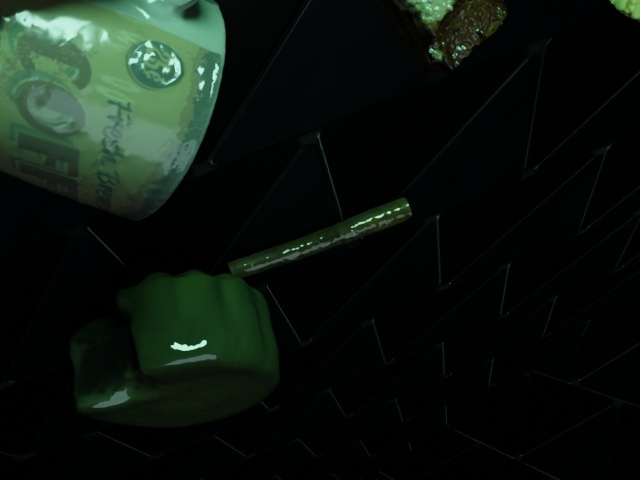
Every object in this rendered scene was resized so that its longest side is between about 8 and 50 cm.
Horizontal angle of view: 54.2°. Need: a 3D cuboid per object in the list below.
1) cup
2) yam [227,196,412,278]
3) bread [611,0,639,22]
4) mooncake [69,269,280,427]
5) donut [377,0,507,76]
[{"bbox_3d":[-0.219,-0.172,0.507,0.257,0.227,0.301,16,140,-38],"label":"cup"},{"bbox_3d":[0.000,0.000,1.085,0.327,0.045,0.045,-20,119,-3],"label":"yam"},{"bbox_3d":[0.390,-0.379,0.637,0.168,0.163,0.264,-12,147,-16],"label":"bread"},{"bbox_3d":[-0.236,0.189,1.071,0.352,0.187,0.351,-11,148,-7],"label":"mooncake"},{"bbox_3d":[0.121,-0.275,0.685,0.126,0.144,0.186,-35,117,9],"label":"donut"}]
